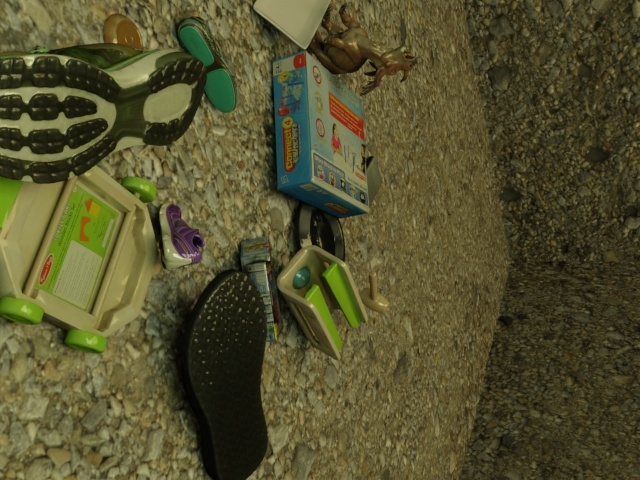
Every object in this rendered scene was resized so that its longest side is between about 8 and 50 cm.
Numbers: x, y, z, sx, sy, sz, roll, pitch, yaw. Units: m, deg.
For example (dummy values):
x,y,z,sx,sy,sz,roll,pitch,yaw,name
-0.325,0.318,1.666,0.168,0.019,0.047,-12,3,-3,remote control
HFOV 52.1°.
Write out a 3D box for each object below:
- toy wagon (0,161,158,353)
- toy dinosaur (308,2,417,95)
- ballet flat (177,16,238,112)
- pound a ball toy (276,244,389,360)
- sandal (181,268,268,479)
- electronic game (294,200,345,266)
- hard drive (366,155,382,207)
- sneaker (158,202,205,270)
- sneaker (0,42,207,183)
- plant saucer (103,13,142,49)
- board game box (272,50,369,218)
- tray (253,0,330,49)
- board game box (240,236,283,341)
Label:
x,y,z,sx,sy,sz,roll,pitch,yaw,name
-0.351,-0.012,0.890,0.344,0.068,0.267,46,49,-52,toy wagon
0.062,-0.429,1.524,0.127,0.296,0.200,-51,123,-10,toy dinosaur
-0.198,-0.326,1.206,0.188,0.070,0.070,68,34,-40,ballet flat
0.029,0.122,1.495,0.208,0.136,0.319,-51,148,-19,pound a ball toy
-0.185,0.250,1.167,0.168,0.107,0.445,-25,127,-42,sandal
0.000,0.000,1.583,0.229,0.048,0.229,35,50,-56,electronic game
0.140,-0.167,1.888,0.135,0.022,0.094,-61,140,-44,hard drive
-0.226,-0.004,1.063,0.170,0.071,0.068,-117,-150,-54,sneaker
-0.333,-0.187,0.838,0.410,0.182,0.158,-27,138,-60,sneaker
-0.308,-0.318,1.040,0.083,0.015,0.083,3,86,-63,plant saucer
0.007,-0.232,1.524,0.308,0.086,0.301,22,61,-60,board game box
-0.055,-0.546,1.472,0.145,0.030,0.270,35,52,-20,tray
-0.119,0.090,1.277,0.194,0.060,0.194,97,-16,-89,board game box
